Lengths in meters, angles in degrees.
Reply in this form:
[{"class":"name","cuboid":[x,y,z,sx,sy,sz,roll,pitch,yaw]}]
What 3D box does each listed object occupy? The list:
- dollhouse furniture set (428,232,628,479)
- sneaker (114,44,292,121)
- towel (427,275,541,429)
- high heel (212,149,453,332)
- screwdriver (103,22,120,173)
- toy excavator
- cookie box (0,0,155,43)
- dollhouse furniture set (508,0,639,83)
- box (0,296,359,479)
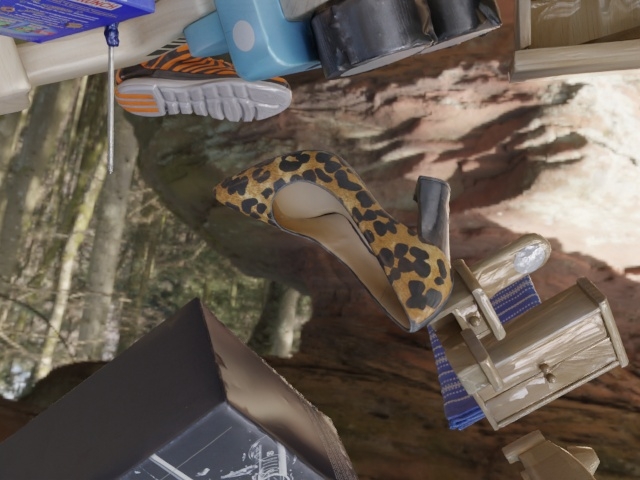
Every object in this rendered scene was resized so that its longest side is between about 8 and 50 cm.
[{"class":"dollhouse furniture set","cuboid":[0.268,0.198,0.554,0.173,0.355,0.303,-31,122,6]},{"class":"sneaker","cuboid":[-0.210,-0.326,1.132,0.321,0.180,0.125,3,157,-5]},{"class":"towel","cuboid":[0.316,0.180,1.186,0.243,0.336,0.040,-36,119,22]},{"class":"high heel","cuboid":[0.000,0.000,0.609,0.261,0.186,0.093,4,137,9]},{"class":"screwdriver","cuboid":[-0.157,-0.134,0.473,0.025,0.170,0.024,1,-162,-2]},{"class":"toy excavator","cuboid":[-0.103,-0.241,0.644,0.445,0.222,0.433,-9,-167,43]},{"class":"cookie box","cuboid":[-0.175,-0.160,0.386,0.107,0.040,0.092,-3,-174,24]},{"class":"dollhouse furniture set","cuboid":[0.218,-0.275,0.393,0.362,0.257,0.394,-2,-178,12]},{"class":"box","cuboid":[-0.170,0.301,0.733,0.312,0.343,0.179,50,-176,-35]}]
